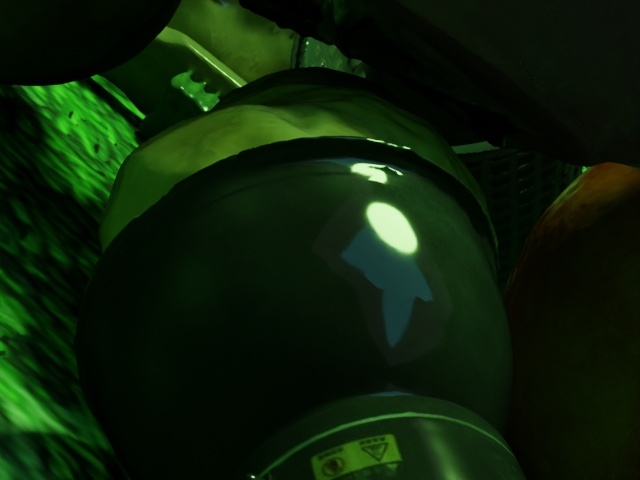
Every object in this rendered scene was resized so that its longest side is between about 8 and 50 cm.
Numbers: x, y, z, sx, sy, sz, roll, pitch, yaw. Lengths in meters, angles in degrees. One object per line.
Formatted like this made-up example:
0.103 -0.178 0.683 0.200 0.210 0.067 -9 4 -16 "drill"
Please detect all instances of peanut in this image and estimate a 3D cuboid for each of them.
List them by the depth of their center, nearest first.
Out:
0.000 0.000 0.815 0.147 0.147 0.319 39 9 2 "peanut"

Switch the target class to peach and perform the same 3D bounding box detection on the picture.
0.183 0.062 0.933 0.199 0.243 0.243 19 15 -6 "peach"

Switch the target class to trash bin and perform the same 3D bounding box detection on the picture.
0.078 -0.053 1.120 0.175 0.175 0.161 49 -22 40 "trash bin"

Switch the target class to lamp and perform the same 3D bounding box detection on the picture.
0.022 0.098 0.576 0.172 0.147 0.227 59 5 -41 "lamp"

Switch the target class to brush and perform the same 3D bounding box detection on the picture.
-0.096 -0.090 1.048 0.282 0.054 0.048 39 32 4 "brush"

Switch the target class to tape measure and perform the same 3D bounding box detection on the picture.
0.065 -0.120 0.829 0.245 0.149 0.231 34 0 -33 "tape measure"

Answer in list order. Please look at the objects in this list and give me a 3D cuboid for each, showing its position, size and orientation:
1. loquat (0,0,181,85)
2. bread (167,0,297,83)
-0.147 -0.157 0.862 0.179 0.179 0.227 49 8 38 "loquat"
-0.068 -0.254 1.251 0.348 0.253 0.376 23 18 -41 "bread"
